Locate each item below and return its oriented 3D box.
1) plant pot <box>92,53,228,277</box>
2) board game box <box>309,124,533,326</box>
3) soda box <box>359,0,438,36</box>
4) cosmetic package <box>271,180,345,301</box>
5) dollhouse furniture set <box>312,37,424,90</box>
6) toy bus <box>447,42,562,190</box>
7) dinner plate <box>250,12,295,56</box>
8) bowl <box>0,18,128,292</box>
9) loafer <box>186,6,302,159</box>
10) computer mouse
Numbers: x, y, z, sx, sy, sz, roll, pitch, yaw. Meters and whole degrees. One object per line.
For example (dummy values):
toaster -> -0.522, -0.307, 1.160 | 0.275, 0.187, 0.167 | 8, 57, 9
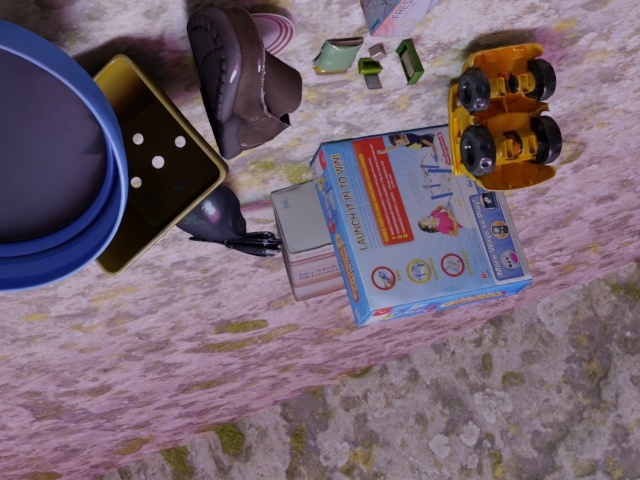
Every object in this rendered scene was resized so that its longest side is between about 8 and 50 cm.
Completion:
plant pot -> -0.248, -0.103, 1.709 | 0.212, 0.212, 0.187 | -41, 177, 10
board game box -> 0.170, -0.033, 2.145 | 0.302, 0.308, 0.086 | -10, 161, -19
soda box -> 0.123, -0.336, 1.637 | 0.063, 0.058, 0.183 | -6, 159, -29
cosmetic package -> 0.000, 0.000, 2.365 | 0.153, 0.129, 0.296 | -16, 161, -2
dollhouse furniture set -> 0.069, -0.252, 1.827 | 0.152, 0.058, 0.076 | -8, 159, -24
toy bus -> 0.268, -0.202, 2.001 | 0.149, 0.220, 0.211 | -11, -167, -18
dinner plate -> -0.103, -0.271, 1.690 | 0.141, 0.017, 0.141 | -16, 161, -6
bowl -> -0.425, -0.103, 1.514 | 0.391, 0.077, 0.391 | 1, 130, 1
loafer -> -0.093, -0.219, 1.653 | 0.130, 0.133, 0.366 | -19, 171, -6
computer mouse -> -0.183, -0.028, 2.135 | 0.189, 0.072, 0.272 | 11, 162, 15
